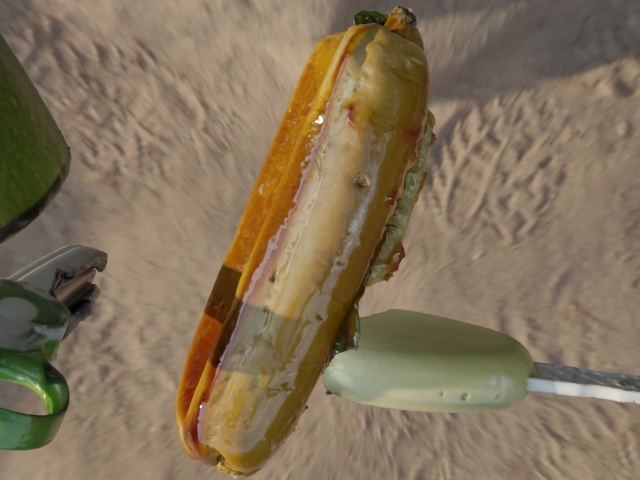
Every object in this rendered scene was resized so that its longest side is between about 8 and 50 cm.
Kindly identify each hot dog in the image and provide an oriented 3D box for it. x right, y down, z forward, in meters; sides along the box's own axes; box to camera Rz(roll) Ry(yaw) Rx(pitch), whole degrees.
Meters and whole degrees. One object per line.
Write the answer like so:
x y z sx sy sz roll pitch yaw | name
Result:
0.000 0.000 0.864 0.076 0.104 0.250 25 84 -13 | hot dog

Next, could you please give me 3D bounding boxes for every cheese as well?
0.133 0.097 1.281 0.256 0.127 0.050 7 104 7 | cheese

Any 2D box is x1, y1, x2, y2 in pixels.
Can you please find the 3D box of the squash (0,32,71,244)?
-0.386 -0.161 1.436 0.310 0.310 0.308 -10 119 1 | squash

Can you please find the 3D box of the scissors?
-0.139 0.037 0.789 0.101 0.204 0.027 26 108 4 | scissors
